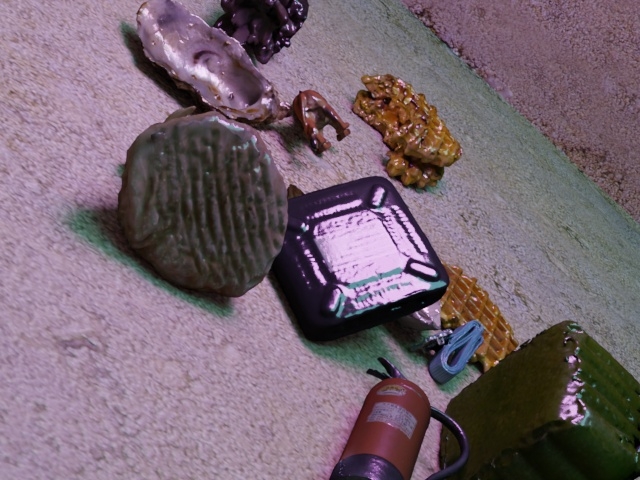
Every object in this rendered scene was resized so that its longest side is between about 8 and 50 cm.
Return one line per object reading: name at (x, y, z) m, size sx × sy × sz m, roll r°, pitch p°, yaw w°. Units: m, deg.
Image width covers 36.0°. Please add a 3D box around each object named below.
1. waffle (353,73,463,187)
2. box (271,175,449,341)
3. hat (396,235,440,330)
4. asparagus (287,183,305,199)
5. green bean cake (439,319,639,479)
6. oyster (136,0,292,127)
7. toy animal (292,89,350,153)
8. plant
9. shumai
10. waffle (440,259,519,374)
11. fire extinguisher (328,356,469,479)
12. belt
waffle at (0.227, -0.284, 2.546) m, size 0.261 × 0.151 × 0.324 m, roll 16°, pitch 40°, yaw -41°
box at (0.056, 0.023, 1.778) m, size 0.289 × 0.073 × 0.289 m, roll -16°, pitch 61°, yaw -21°
hat at (0.133, 0.090, 1.951) m, size 0.225 × 0.164 × 0.220 m, roll 4°, pitch 48°, yaw 3°
asparagus at (0.000, 0.000, 1.878) m, size 0.080 × 0.080 × 0.287 m, roll 9°, pitch 44°, yaw -51°
green bean cake at (0.380, 0.338, 1.692) m, size 0.218 × 0.319 × 0.335 m, roll 44°, pitch 30°, yaw -11°
oyster at (-0.223, -0.319, 2.004) m, size 0.396 × 0.111 × 0.204 m, roll 36°, pitch 45°, yaw -23°
toy animal at (-0.014, -0.279, 2.190) m, size 0.158 × 0.097 × 0.312 m, roll 51°, pitch 5°, yaw 2°
plant at (-0.125, -0.543, 2.336) m, size 0.181 × 0.194 × 0.321 m, roll 38°, pitch 24°, yaw -7°
shumai at (-0.207, -0.070, 1.605) m, size 0.314 × 0.267 × 0.262 m, roll 66°, pitch -13°, yaw -21°
waffle at (0.322, 0.162, 2.143) m, size 0.281 × 0.058 × 0.301 m, roll -1°, pitch 53°, yaw -55°
fire extinguisher at (0.125, 0.333, 1.550) m, size 0.200 × 0.113 × 0.376 m, roll 49°, pitch 26°, yaw -8°
belt at (0.261, 0.204, 1.955) m, size 0.100 × 0.065 × 0.179 m, roll 51°, pitch 39°, yaw 2°
